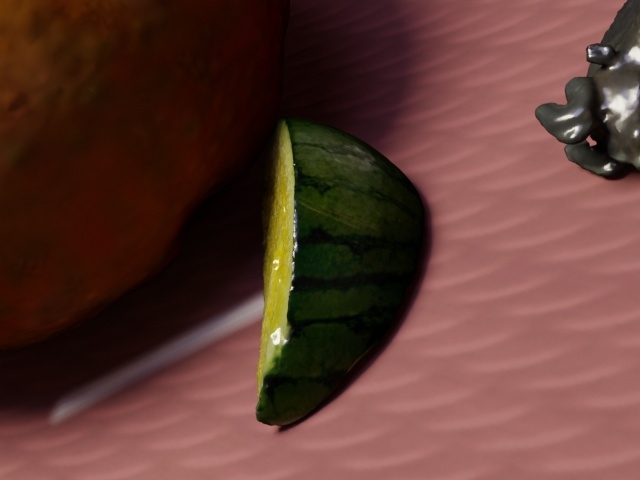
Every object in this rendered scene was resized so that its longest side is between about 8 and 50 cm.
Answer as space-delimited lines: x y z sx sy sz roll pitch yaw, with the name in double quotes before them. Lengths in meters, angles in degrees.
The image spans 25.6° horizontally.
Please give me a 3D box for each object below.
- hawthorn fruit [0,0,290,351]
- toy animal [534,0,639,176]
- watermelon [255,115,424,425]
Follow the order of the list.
"hawthorn fruit" -0.222 -0.147 0.777 0.402 0.403 0.403 -25 37 21
"toy animal" 0.198 -0.101 0.589 0.232 0.084 0.148 -36 33 12
"watermelon" 0.011 -0.001 0.700 0.181 0.075 0.092 -94 17 -51
